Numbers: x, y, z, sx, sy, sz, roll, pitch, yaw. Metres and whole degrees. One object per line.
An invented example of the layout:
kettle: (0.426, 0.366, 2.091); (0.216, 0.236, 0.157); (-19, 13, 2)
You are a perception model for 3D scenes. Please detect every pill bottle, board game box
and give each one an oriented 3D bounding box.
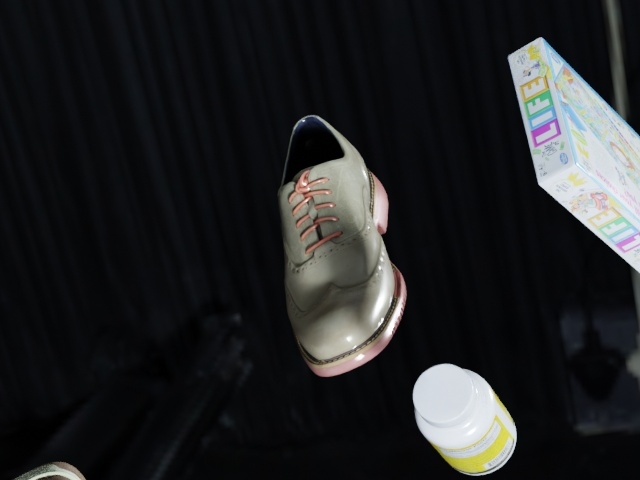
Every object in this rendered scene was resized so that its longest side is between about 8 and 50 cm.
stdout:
pill bottle: (0.111, 0.138, 1.273); (0.065, 0.116, 0.065); (-8, -117, 16)
board game box: (0.176, -0.047, 1.022); (0.026, 0.154, 0.103); (-28, -131, 25)

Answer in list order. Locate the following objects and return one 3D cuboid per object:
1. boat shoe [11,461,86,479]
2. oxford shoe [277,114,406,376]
boat shoe: (-0.359, 0.323, 1.686); (0.257, 0.095, 0.095); (-35, -158, 12)
oxford shoe: (0.000, 0.000, 1.612); (0.123, 0.130, 0.348); (-25, -149, 10)
